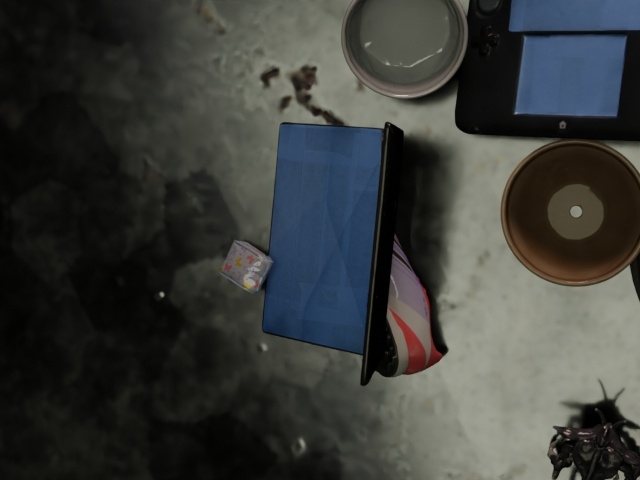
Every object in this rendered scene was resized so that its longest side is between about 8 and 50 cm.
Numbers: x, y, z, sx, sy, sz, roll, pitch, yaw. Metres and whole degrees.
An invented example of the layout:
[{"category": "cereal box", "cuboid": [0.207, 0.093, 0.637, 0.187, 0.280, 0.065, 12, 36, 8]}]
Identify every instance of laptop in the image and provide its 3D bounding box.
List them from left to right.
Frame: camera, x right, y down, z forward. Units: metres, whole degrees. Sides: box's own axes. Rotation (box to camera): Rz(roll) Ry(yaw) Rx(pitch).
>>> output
[{"category": "laptop", "cuboid": [0.000, 0.000, 1.856, 0.236, 0.408, 0.382, 5, 94, 7]}]

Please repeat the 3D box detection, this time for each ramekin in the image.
[{"category": "ramekin", "cuboid": [0.141, -0.348, 1.916, 0.207, 0.109, 0.207, 2, 114, 4]}]

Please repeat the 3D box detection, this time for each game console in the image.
[{"category": "game console", "cuboid": [0.407, -0.330, 1.824, 0.386, 0.060, 0.342, 6, 82, 33]}]

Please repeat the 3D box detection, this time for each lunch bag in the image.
[{"category": "lunch bag", "cuboid": [-0.128, 0.049, 2.055, 0.083, 0.053, 0.071, 30, 99, 31]}]

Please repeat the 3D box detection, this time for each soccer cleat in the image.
[{"category": "soccer cleat", "cuboid": [0.124, 0.074, 1.983, 0.108, 0.116, 0.318, -31, 68, 56]}]

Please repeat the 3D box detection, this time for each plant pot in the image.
[{"category": "plant pot", "cuboid": [0.417, -0.047, 1.887, 0.237, 0.109, 0.238, 1, 94, 14]}]

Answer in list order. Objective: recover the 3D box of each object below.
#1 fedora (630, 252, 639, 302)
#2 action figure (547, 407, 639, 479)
[{"category": "fedora", "cuboid": [0.596, 0.021, 1.815, 0.124, 0.244, 0.276, 0, 65, -17]}, {"category": "action figure", "cuboid": [0.444, 0.383, 1.889, 0.164, 0.141, 0.276, 19, 113, 15]}]
